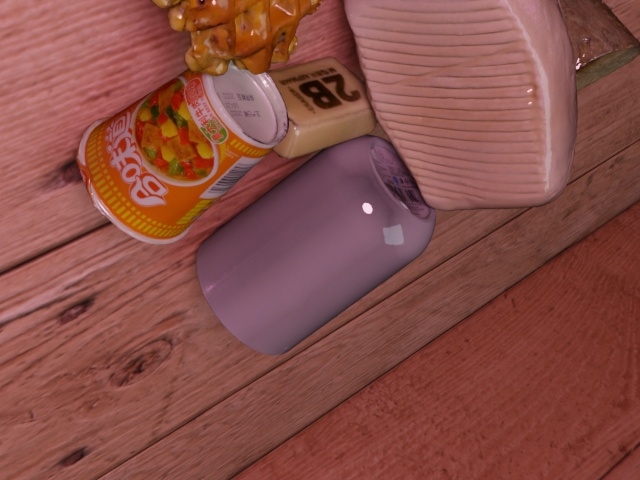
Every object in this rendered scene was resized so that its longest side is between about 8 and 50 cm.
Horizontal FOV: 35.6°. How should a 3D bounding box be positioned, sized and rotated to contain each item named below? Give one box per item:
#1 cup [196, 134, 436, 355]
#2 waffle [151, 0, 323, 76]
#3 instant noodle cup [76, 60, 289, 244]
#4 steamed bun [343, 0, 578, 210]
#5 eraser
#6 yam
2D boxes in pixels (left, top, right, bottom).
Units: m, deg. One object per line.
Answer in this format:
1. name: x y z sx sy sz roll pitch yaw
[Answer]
1. cup: 0.000 0.000 1.401 0.312 0.205 0.205 -37 163 26
2. waffle: -0.058 -0.310 0.930 0.302 0.068 0.325 22 88 -64
3. instant noodle cup: -0.138 -0.107 1.060 0.185 0.168 0.168 -32 166 32
4. steamed bun: 0.201 -0.238 1.267 0.236 0.247 0.384 -57 131 -42
5. eraser: -0.015 -0.174 1.284 0.172 0.117 0.058 -22 149 -42
6. yam: 0.310 -0.321 1.415 0.161 0.268 0.161 -34 166 -10
